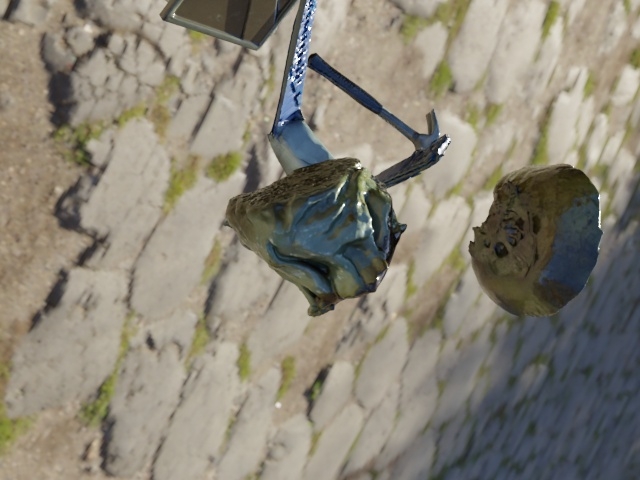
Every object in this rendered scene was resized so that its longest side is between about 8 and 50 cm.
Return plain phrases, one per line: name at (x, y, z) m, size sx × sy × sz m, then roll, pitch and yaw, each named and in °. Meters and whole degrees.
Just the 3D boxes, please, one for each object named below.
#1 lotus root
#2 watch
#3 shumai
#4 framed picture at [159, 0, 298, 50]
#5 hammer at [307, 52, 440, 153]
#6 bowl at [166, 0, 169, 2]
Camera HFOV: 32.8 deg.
lotus root at (0.231, -0.005, 1.268) m, size 0.078 × 0.203 × 0.183 m, roll 9°, pitch 80°, yaw -28°
watch at (0.006, -0.175, 1.396) m, size 0.068 × 0.276 × 0.274 m, roll -38°, pitch -175°, yaw -29°
shumai at (-0.003, 0.000, 1.119) m, size 0.184 × 0.184 × 0.142 m, roll -31°, pitch 107°, yaw -49°
framed picture at (-0.085, -0.420, 1.650) m, size 0.213 × 0.016 × 0.289 m, roll 8°, pitch 132°, yaw -48°
hammer at (0.083, -0.218, 1.709) m, size 0.103 × 0.246 × 0.029 m, roll -55°, pitch -174°, yaw -22°
bowl at (-0.220, -0.519, 1.692) m, size 0.145 × 0.277 × 0.277 m, roll -29°, pitch 144°, yaw -16°
